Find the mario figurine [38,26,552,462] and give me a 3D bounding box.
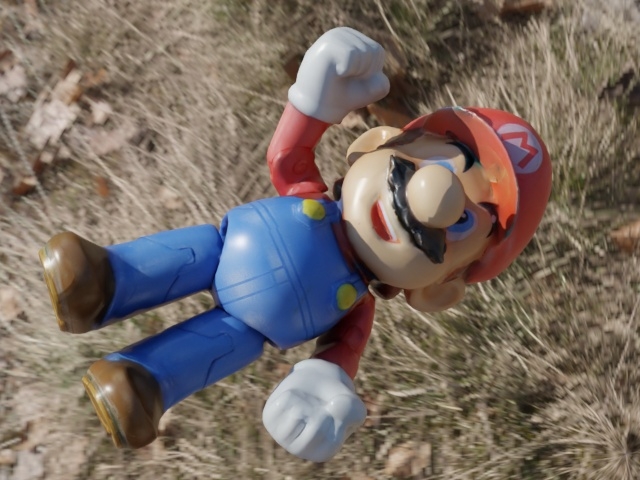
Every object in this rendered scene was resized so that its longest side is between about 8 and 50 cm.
[{"bbox_3d":[0.000,0.000,0.845,0.320,0.198,0.170,-24,35,-14],"label":"mario figurine"}]
